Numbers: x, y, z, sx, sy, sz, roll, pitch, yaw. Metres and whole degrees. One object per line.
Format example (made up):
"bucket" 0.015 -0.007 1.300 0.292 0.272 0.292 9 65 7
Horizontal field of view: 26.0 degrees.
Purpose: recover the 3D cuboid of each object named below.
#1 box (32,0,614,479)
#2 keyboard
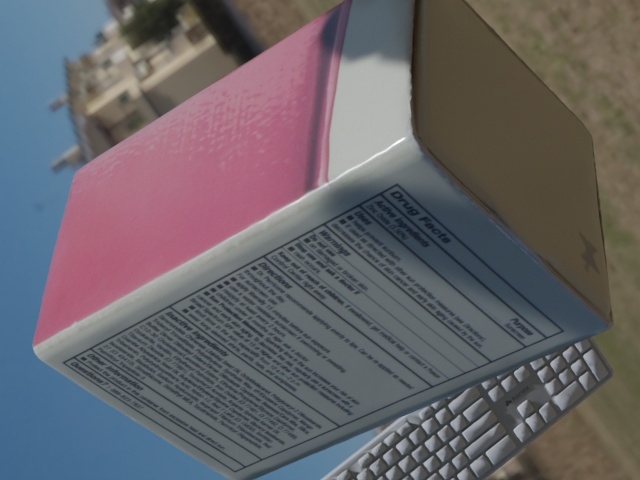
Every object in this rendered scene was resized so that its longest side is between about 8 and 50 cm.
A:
"box" 0.000 0.000 0.664 0.149 0.232 0.126 40 -143 -33
"keyboard" 0.082 0.139 0.925 0.072 0.256 0.014 55 172 -10
